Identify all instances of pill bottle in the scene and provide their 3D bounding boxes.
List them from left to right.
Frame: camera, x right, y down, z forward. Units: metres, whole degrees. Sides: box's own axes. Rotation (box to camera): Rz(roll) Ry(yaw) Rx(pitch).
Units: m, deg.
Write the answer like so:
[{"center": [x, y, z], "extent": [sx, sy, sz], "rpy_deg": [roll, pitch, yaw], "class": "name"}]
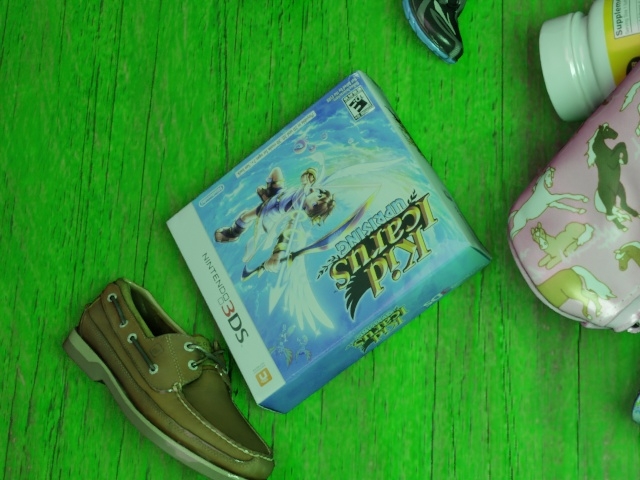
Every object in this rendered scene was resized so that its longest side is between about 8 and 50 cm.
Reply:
[{"center": [0.312, -0.176, 1.197], "extent": [0.209, 0.119, 0.119], "rpy_deg": [-12, 68, 27], "class": "pill bottle"}]

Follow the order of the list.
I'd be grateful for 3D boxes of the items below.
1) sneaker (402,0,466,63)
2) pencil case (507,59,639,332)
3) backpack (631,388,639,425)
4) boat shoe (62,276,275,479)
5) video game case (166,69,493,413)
[{"center": [0.129, -0.271, 1.366], "extent": [0.078, 0.067, 0.188], "rpy_deg": [-13, 64, 32], "class": "sneaker"}, {"center": [0.321, -0.090, 1.072], "extent": [0.167, 0.160, 0.386], "rpy_deg": [40, 121, 2], "class": "pencil case"}, {"center": [0.318, 0.123, 1.101], "extent": [0.084, 0.105, 0.114], "rpy_deg": [38, 97, 34], "class": "backpack"}, {"center": [-0.148, 0.139, 1.360], "extent": [0.307, 0.111, 0.104], "rpy_deg": [34, 93, 34], "class": "boat shoe"}, {"center": [0.000, 0.000, 1.353], "extent": [0.269, 0.061, 0.244], "rpy_deg": [-38, 60, 13], "class": "video game case"}]
